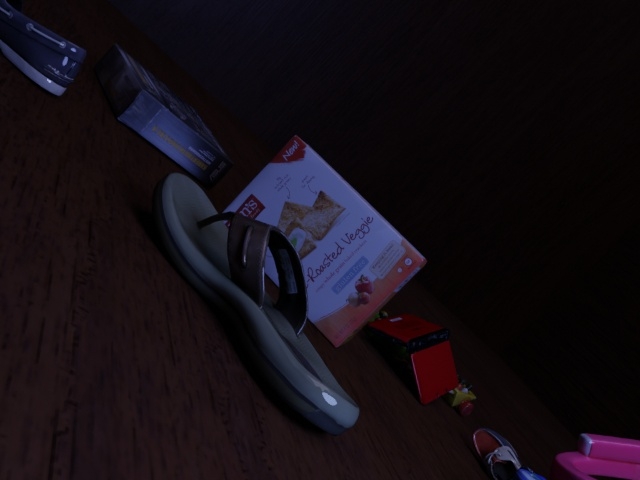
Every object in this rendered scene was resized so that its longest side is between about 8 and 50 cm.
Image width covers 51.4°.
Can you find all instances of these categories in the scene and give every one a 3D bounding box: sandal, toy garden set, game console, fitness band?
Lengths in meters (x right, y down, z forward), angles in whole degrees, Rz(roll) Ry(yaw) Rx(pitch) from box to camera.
[{"bbox_3d":[-0.049,0.039,0.606,0.303,0.086,0.120,48,7,29],"label":"sandal"},{"bbox_3d":[0.162,0.187,1.136,0.244,0.049,0.204,38,9,-44],"label":"toy garden set"},{"bbox_3d":[0.144,0.177,1.027,0.124,0.085,0.144,20,11,31],"label":"game console"},{"bbox_3d":[0.435,0.311,0.824,0.291,0.054,0.209,9,5,-6],"label":"fitness band"}]

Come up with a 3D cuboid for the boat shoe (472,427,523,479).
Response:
[{"bbox_3d":[0.252,0.313,0.916,0.043,0.049,0.137,35,16,-45],"label":"boat shoe"}]

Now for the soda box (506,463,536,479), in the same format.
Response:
[{"bbox_3d":[0.299,0.359,0.836,0.169,0.060,0.053,42,7,-17],"label":"soda box"}]

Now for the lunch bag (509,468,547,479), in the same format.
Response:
[{"bbox_3d":[0.262,0.336,0.648,0.176,0.090,0.219,37,8,-33],"label":"lunch bag"}]

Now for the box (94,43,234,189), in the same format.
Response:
[{"bbox_3d":[-0.245,-0.195,1.027,0.183,0.056,0.231,38,9,-40],"label":"box"}]

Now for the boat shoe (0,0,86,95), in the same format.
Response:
[{"bbox_3d":[-0.344,-0.251,0.731,0.206,0.065,0.075,44,7,-1],"label":"boat shoe"}]

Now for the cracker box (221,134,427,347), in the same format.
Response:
[{"bbox_3d":[0.000,0.000,0.858,0.232,0.155,0.067,45,7,13],"label":"cracker box"}]
